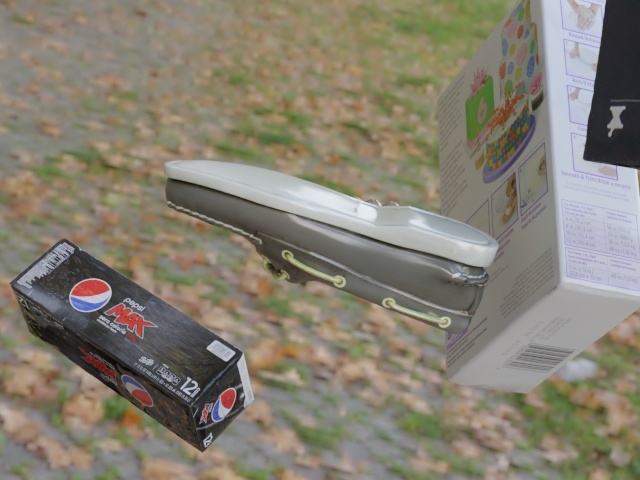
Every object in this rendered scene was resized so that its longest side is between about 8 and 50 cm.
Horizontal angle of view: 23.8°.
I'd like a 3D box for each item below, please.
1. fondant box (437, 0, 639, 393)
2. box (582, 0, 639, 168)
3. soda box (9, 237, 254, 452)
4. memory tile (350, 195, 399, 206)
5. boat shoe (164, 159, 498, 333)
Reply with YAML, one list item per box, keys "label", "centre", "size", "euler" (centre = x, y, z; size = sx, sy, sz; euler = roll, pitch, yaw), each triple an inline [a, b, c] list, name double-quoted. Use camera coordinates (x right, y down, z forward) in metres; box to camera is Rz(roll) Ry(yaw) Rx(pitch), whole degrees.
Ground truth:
- label: "fondant box"
  centre: [0.204, -0.050, 1.460]
  size: [0.096, 0.330, 0.238]
  euler: [9, -29, -18]
- label: "box"
  centre: [0.315, -0.171, 0.692]
  size: [0.179, 0.312, 0.343]
  euler: [8, 1, -33]
- label: "soda box"
  centre: [-0.126, 0.067, 1.007]
  size: [0.169, 0.060, 0.053]
  euler: [31, 60, 27]
- label: "memory tile"
  centre: [0.033, -0.004, 1.877]
  size: [0.012, 0.113, 0.148]
  euler: [33, -13, -35]
- label: "boat shoe"
  centre: [-0.001, 0.001, 1.340]
  size: [0.305, 0.091, 0.109]
  euler: [16, 15, 6]
